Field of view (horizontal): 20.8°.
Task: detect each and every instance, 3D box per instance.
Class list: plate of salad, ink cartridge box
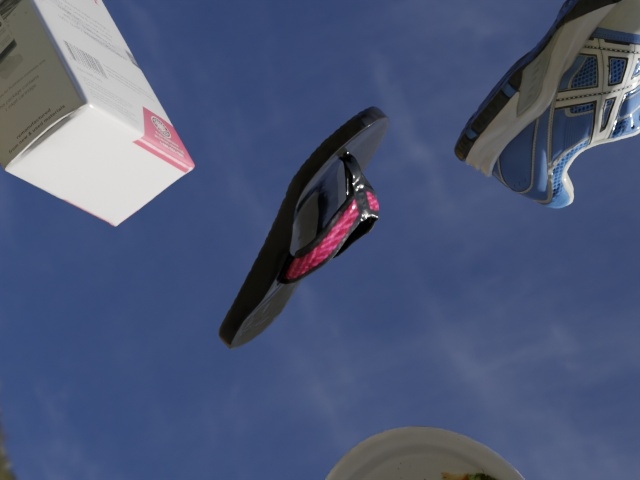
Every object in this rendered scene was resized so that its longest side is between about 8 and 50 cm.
[{"bbox_3d":[0.074,0.232,1.235,0.200,0.048,0.199,3,-83,28],"label":"plate of salad"},{"bbox_3d":[-0.215,-0.136,1.393,0.092,0.158,0.218,-36,-120,14],"label":"ink cartridge box"}]

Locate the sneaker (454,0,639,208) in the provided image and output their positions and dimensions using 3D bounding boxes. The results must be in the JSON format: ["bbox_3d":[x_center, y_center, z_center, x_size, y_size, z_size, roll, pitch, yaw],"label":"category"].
[{"bbox_3d":[0.175,-0.111,1.048,0.081,0.080,0.211,39,-70,-2],"label":"sneaker"}]

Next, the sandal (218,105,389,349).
[{"bbox_3d":[0.000,0.000,0.952,0.040,0.067,0.179,42,-54,18],"label":"sandal"}]
